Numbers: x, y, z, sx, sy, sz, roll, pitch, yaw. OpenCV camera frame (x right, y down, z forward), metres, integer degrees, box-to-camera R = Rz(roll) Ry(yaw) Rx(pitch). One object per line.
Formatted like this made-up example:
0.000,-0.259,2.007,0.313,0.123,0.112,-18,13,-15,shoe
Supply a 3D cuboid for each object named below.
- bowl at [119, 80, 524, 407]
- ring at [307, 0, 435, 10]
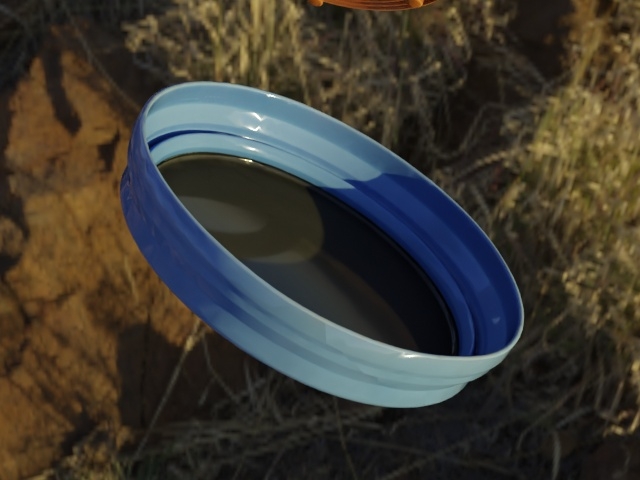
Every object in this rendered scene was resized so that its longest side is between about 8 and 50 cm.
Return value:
0.000,0.000,1.233,0.391,0.077,0.391,25,27,-14,bowl
0.003,-0.352,1.554,0.336,0.336,0.032,15,71,9,ring
